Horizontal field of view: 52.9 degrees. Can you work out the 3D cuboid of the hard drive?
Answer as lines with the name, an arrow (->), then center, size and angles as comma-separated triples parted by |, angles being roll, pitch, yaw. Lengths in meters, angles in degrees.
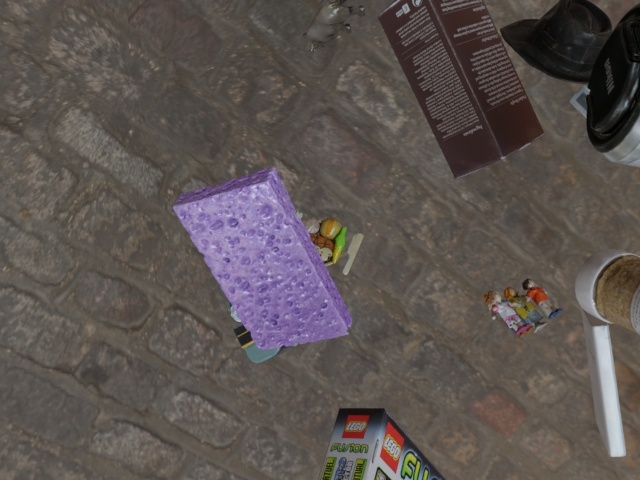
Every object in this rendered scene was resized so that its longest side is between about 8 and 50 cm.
hard drive -> 0.770, 0.371, 1.758 | 0.047, 0.233, 0.353 | -8, 97, 16

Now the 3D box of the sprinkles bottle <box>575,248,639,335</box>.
sprinkles bottle -> 0.530, 0.107, 0.933 | 0.121, 0.355, 0.121 | -4, 103, -15

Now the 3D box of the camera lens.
camera lens -> 0.514, -0.191, 0.848 | 0.274, 0.219, 0.219 | 11, 100, 1

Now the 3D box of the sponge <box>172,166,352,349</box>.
sponge -> -0.058, 0.028, 0.699 | 0.117, 0.031, 0.210 | -14, 120, 22

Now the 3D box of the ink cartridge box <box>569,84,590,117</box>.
ink cartridge box -> 0.719, -0.273, 1.532 | 0.232, 0.189, 0.066 | 6, 132, -46

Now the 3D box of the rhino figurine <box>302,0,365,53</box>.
rhino figurine -> 0.020, -0.512, 1.527 | 0.106, 0.243, 0.073 | -22, 87, -20

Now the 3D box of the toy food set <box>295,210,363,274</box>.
toy food set -> 0.000, 0.000, 1.599 | 0.192, 0.038, 0.132 | 19, 73, 7

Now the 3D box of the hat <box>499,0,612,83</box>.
hat -> 0.596, -0.504, 1.540 | 0.331, 0.331, 0.134 | 0, 132, -16

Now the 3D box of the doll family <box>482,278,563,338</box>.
doll family -> 0.563, 0.202, 1.879 | 0.263, 0.163, 0.118 | -13, 143, -38

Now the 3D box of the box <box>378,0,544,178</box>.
box -> 0.298, -0.344, 1.347 | 0.191, 0.143, 0.381 | -28, 93, -40

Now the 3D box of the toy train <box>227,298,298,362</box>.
toy train -> -0.112, 0.194, 1.684 | 0.142, 0.334, 0.190 | -29, 83, 24

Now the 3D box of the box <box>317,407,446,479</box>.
box -> 0.062, 0.214, 0.429 | 0.207, 0.036, 0.114 | 53, 42, -34
